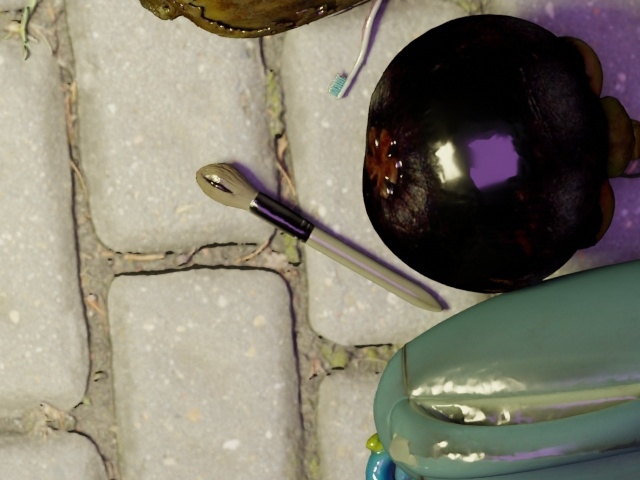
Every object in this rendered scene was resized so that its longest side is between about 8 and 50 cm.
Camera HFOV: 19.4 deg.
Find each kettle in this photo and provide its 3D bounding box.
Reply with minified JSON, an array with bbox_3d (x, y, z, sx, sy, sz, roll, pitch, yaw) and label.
[{"bbox_3d":[0.220,0.160,1.838,0.342,0.319,0.247,-8,96,5],"label":"kettle"}]

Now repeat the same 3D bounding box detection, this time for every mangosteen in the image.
[{"bbox_3d":[0.193,-0.088,1.857,0.302,0.275,0.275,-6,102,-27],"label":"mangosteen"}]

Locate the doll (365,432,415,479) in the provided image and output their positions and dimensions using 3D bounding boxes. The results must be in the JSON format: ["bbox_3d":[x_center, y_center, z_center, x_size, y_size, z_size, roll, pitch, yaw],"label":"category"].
[{"bbox_3d":[0.114,0.362,2.014,0.341,0.099,0.346,1,85,16],"label":"doll"}]

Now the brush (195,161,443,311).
[{"bbox_3d":[0.000,0.000,1.982,0.299,0.039,0.042,30,145,-1],"label":"brush"}]

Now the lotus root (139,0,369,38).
[{"bbox_3d":[-0.013,-0.321,1.849,0.397,0.179,0.196,-24,116,7],"label":"lotus root"}]

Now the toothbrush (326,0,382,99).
[{"bbox_3d":[0.059,-0.238,1.944,0.022,0.017,0.204,23,103,-18],"label":"toothbrush"}]
